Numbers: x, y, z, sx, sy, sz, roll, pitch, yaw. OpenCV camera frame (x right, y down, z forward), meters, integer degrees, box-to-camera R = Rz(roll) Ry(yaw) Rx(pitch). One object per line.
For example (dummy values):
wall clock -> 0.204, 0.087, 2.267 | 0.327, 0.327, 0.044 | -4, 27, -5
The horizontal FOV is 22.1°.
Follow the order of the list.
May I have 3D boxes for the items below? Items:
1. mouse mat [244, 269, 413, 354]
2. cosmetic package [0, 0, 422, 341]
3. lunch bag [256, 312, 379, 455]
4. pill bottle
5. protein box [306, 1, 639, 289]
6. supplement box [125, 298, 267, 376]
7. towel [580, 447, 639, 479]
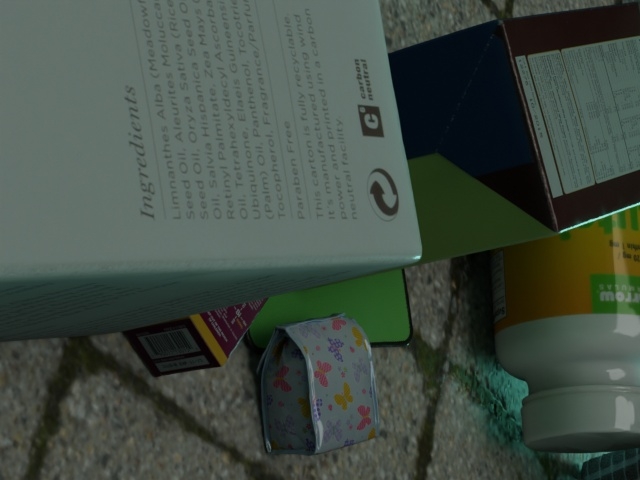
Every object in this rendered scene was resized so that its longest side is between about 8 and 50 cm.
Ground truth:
mouse mat -> 0.000, 0.000, 1.119 | 0.190, 0.007, 0.152 | 3, 77, -53
cosmetic package -> -0.181, -0.041, 0.712 | 0.453, 0.230, 0.161 | -2, 80, -54
lunch bag -> -0.002, 0.091, 1.049 | 0.071, 0.053, 0.083 | -9, 96, -51
pill bottle -> 0.200, 0.034, 1.259 | 0.136, 0.136, 0.245 | 18, 65, -49
protein box -> 0.102, -0.066, 1.100 | 0.201, 0.200, 0.136 | -16, 92, -54
supplement box -> -0.071, 0.037, 0.974 | 0.043, 0.055, 0.083 | 59, 40, -24
towel -> 0.300, 0.253, 1.220 | 0.121, 0.284, 0.235 | 7, 68, -27
